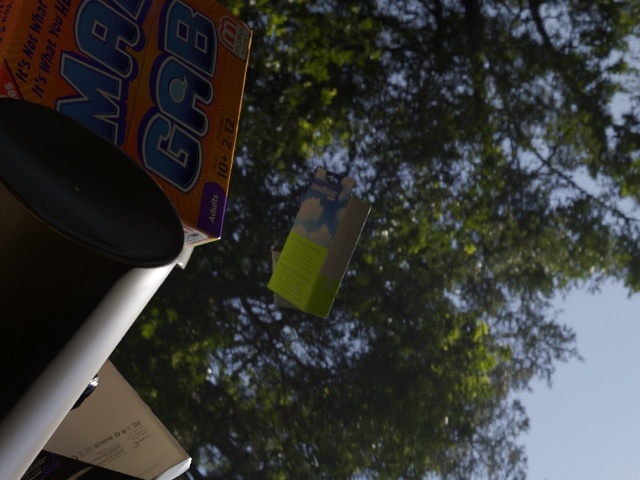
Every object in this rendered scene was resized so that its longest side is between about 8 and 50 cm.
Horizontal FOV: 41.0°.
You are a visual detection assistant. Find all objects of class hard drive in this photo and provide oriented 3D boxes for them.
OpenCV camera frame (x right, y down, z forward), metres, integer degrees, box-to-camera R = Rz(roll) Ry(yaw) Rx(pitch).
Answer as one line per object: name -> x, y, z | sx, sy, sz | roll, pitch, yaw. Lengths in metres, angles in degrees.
hard drive -> -0.429, 0.326, 1.514 | 0.233, 0.047, 0.353 | -25, -126, -37
hard drive -> -0.045, 0.076, 1.649 | 0.094, 0.135, 0.022 | 10, -142, 13

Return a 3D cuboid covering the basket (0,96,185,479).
basket -> -0.191, 0.047, 0.475 | 0.154, 0.204, 0.227 | 43, -72, 2

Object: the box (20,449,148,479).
box -> -0.294, 0.361, 0.983 | 0.270, 0.143, 0.165 | -1, -152, 43

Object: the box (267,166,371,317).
box -> 0.000, 0.000, 1.120 | 0.109, 0.042, 0.178 | 26, -86, 58

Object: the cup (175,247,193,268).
cup -> -0.345, -0.131, 1.656 | 0.331, 0.331, 0.237 | 26, -100, 27

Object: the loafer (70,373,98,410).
loafer -> -0.435, 0.251, 1.326 | 0.076, 0.223, 0.078 | 33, -73, 20

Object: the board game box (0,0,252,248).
board game box -> -0.363, -0.190, 1.211 | 0.357, 0.356, 0.356 | -15, -122, 38
